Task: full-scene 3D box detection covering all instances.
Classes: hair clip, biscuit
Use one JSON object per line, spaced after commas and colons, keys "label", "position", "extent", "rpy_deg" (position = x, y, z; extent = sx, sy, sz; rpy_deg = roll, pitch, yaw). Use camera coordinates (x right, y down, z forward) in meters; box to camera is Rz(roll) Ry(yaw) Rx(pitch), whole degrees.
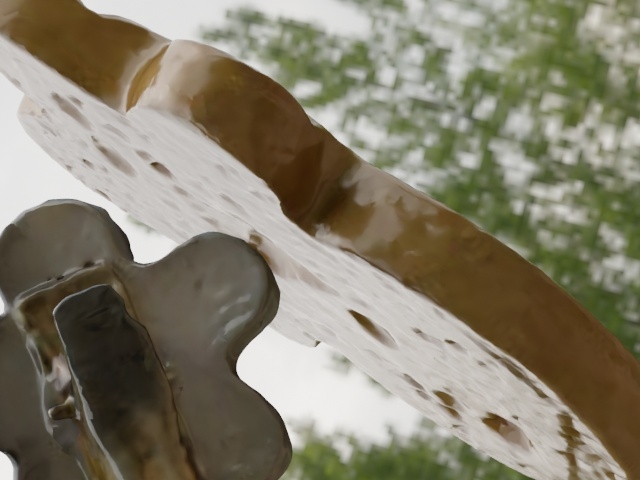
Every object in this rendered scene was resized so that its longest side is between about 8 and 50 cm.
{"label": "hair clip", "position": [-0.053, 0.103, 0.696], "extent": [0.257, 0.146, 0.075], "rpy_deg": [67, 162, -2]}
{"label": "biscuit", "position": [0.002, -0.002, 0.829], "extent": [0.052, 0.355, 0.275], "rpy_deg": [-55, -17, -13]}
